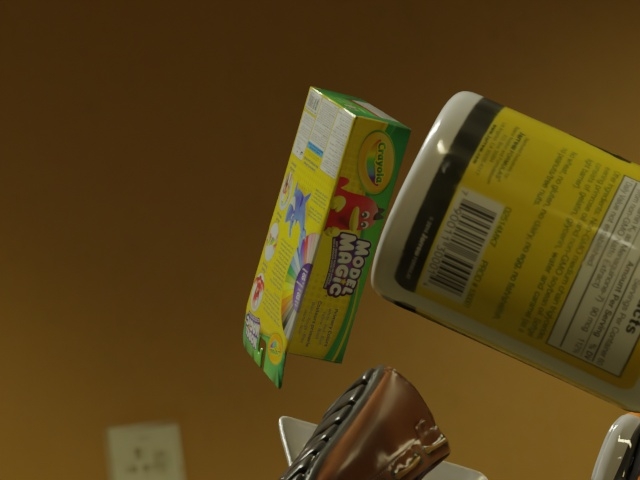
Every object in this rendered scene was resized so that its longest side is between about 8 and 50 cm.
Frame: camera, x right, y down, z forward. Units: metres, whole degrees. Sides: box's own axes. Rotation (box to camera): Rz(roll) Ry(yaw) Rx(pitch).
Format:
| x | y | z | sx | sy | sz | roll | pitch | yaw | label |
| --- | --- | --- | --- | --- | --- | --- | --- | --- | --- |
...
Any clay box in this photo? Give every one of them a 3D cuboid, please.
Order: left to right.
| x | y | z | sx | sy | sz | roll | pitch | yaw | label |
| --- | --- | --- | --- | --- | --- | --- | --- | --- | --- |
| 0.000 | 0.000 | 1.485 | 0.053 | 0.222 | 0.127 | 12 | 11 | -19 | clay box |

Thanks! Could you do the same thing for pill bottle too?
| x | y | z | sx | sy | sz | roll | pitch | yaw | label |
| --- | --- | --- | --- | --- | --- | --- | --- | --- | --- |
| 0.141 | 0.016 | 0.963 | 0.208 | 0.119 | 0.119 | 25 | -12 | 8 | pill bottle |

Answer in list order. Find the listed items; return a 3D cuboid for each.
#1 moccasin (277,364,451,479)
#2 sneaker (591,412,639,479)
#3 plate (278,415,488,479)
| x | y | z | sx | sy | sz | roll | pitch | yaw | label |
| --- | --- | --- | --- | --- | --- | --- | --- | --- | --- |
| 0.017 | 0.256 | 1.643 | 0.139 | 0.147 | 0.380 | -47 | 0 | 29 | moccasin |
| 0.306 | 0.306 | 1.631 | 0.180 | 0.321 | 0.125 | 6 | -13 | 43 | sneaker |
| 0.087 | 0.324 | 2.118 | 0.278 | 0.277 | 0.045 | 17 | -65 | -18 | plate |
